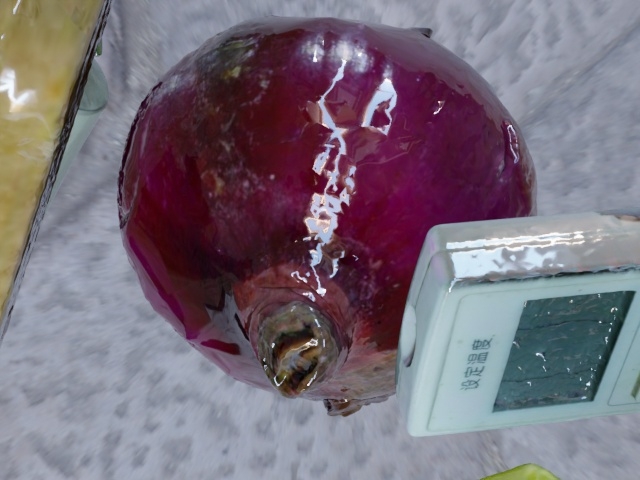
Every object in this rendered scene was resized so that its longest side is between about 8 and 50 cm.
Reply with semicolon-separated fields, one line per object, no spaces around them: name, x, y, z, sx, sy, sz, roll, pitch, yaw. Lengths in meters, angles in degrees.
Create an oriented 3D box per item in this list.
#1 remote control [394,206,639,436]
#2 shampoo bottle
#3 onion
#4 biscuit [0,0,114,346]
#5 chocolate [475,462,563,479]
remote control;0.213;0.035;0.886;0.344;0.145;0.050;-5;52;-9
shampoo bottle;-0.265;-0.119;1.577;0.118;0.087;0.234;56;131;24
onion;0.000;0.000;1.323;0.347;0.385;0.348;3;118;6
biscuit;-0.133;-0.077;0.753;0.057;0.344;0.287;18;49;-9
chocolate;0.157;0.306;0.946;0.137;0.301;0.288;-29;45;-32
